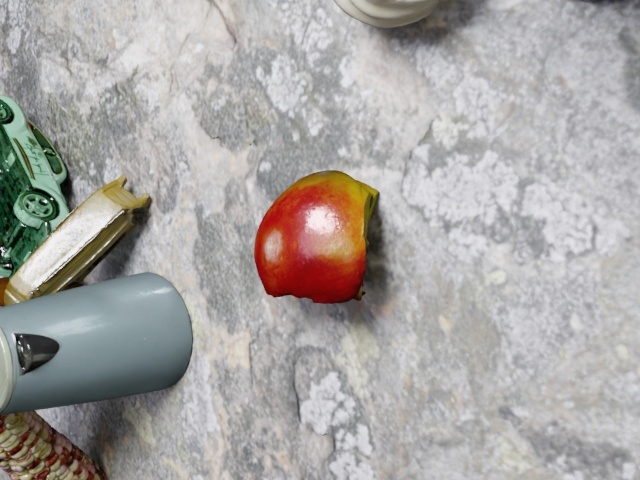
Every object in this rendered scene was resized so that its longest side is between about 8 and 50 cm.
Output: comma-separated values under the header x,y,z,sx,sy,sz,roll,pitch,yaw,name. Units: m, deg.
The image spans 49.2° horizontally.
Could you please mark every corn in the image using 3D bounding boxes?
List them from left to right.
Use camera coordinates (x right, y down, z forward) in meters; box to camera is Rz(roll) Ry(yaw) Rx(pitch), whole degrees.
x,y,z,sx,sy,sz,roll,pitch,yaw,name
-0.374,0.288,0.936,0.092,0.092,0.281,20,144,35,corn

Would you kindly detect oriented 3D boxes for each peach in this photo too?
x,y,z,sx,sy,sz,roll,pitch,yaw,name
-0.006,-0.005,0.712,0.118,0.151,0.151,8,101,-8,peach

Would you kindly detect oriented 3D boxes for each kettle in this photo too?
x,y,z,sx,sy,sz,roll,pitch,yaw,name
-0.321,0.133,0.870,0.210,0.243,0.160,-13,85,38,kettle

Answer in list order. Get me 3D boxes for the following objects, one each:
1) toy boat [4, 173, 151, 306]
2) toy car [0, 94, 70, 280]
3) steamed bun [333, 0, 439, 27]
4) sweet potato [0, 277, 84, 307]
x,y,z,sx,sy,sz,roll,pitch,yaw,name
-0.315,0.011,0.912,0.068,0.088,0.226,39,76,8,toy boat
-0.437,-0.079,1.018,0.136,0.125,0.306,-46,68,31,toy car
0.057,-0.284,0.615,0.183,0.106,0.183,7,98,64,steamed bun
-0.448,0.086,1.083,0.264,0.057,0.057,3,95,33,sweet potato
